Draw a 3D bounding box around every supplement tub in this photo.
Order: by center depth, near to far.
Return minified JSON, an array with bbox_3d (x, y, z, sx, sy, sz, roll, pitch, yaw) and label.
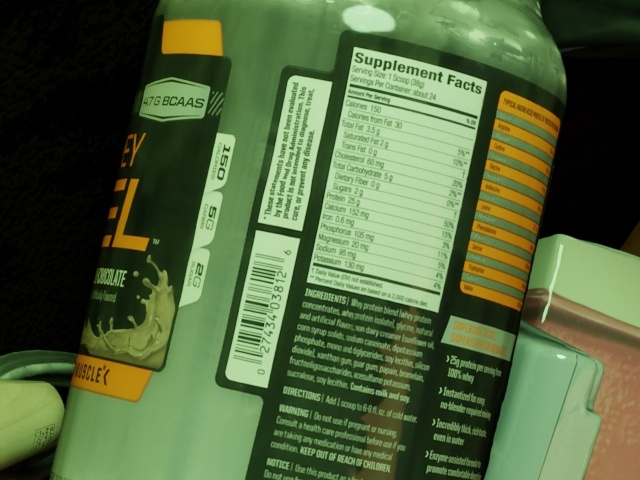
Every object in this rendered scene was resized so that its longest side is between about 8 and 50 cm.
[{"bbox_3d":[0.000,0.000,0.935,0.207,0.207,0.338,18,83,-52],"label":"supplement tub"}]

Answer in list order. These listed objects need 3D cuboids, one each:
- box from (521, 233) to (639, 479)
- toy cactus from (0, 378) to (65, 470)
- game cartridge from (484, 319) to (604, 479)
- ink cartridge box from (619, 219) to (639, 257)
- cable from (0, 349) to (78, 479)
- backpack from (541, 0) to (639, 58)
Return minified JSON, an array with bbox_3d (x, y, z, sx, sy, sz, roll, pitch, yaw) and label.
[{"bbox_3d":[0.148,0.128,1.190,0.126,0.148,0.232,17,78,-14],"label":"box"},{"bbox_3d":[-0.191,0.093,0.885,0.180,0.112,0.219,-8,108,-45],"label":"toy cactus"},{"bbox_3d":[0.071,0.133,1.091,0.062,0.297,0.198,21,91,-12],"label":"game cartridge"},{"bbox_3d":[0.385,0.162,1.450,0.166,0.285,0.395,-54,142,-9],"label":"ink cartridge box"},{"bbox_3d":[-0.068,0.090,1.056,0.287,0.072,0.139,16,103,-52],"label":"cable"},{"bbox_3d":[0.204,-0.203,1.059,0.263,0.276,0.213,-26,118,-42],"label":"backpack"}]
